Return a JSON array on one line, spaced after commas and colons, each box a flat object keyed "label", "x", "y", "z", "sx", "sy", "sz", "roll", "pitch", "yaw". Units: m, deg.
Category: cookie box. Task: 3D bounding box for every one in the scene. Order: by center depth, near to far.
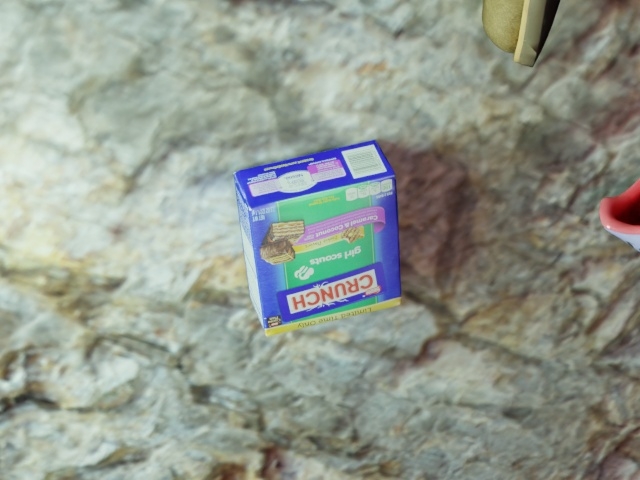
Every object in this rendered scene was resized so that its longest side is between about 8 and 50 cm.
[{"label": "cookie box", "x": 0.000, "y": 0.000, "z": 0.899, "sx": 0.092, "sy": 0.040, "sz": 0.107, "roll": -14, "pitch": 133, "yaw": -9}]

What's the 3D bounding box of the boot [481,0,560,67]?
[{"label": "boot", "x": 0.082, "y": -0.219, "z": 0.726, "sx": 0.115, "sy": 0.112, "sz": 0.305, "roll": 8, "pitch": 137, "yaw": 14}]

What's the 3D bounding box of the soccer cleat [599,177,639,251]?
[{"label": "soccer cleat", "x": 0.270, "y": -0.081, "z": 0.901, "sx": 0.095, "sy": 0.083, "sz": 0.248, "roll": 16, "pitch": 125, "yaw": -24}]
